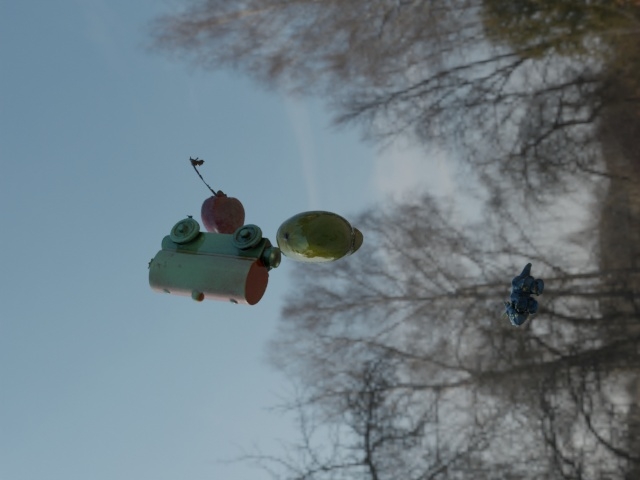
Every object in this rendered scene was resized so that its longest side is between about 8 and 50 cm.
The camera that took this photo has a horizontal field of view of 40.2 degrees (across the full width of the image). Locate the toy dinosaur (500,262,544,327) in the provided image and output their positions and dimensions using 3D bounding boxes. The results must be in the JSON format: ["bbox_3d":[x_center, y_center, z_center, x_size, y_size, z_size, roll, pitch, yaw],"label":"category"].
[{"bbox_3d":[0.253,0.068,1.096,0.047,0.030,0.083,-163,91,-75],"label":"toy dinosaur"}]

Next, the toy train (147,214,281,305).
[{"bbox_3d":[-0.220,0.052,1.786,0.177,0.285,0.116,-67,-31,-31],"label":"toy train"}]

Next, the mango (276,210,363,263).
[{"bbox_3d":[-0.004,0.000,1.421,0.191,0.122,0.086,29,-130,-72],"label":"mango"}]

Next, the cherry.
[{"bbox_3d":[-0.238,-0.097,2.050,0.107,0.090,0.225,-6,-109,-30],"label":"cherry"}]
